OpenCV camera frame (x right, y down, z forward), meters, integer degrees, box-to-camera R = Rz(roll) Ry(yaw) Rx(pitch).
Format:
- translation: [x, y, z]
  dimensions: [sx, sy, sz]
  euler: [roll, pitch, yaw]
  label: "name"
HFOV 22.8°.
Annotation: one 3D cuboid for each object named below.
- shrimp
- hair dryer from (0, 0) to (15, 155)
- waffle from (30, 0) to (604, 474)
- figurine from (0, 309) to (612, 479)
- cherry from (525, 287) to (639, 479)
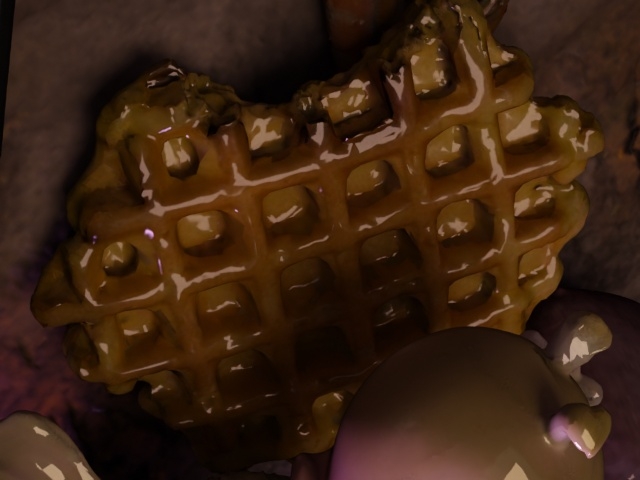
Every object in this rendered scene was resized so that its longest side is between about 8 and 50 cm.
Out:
- translation: [0.050, -0.144, 0.760]
  dimensions: [0.124, 0.034, 0.178]
  euler: [-30, 130, -17]
  label: "shrimp"
- translation: [-0.270, -0.101, 0.527]
  dimensions: [0.352, 0.107, 0.189]
  euler: [-3, 111, -30]
  label: "hair dryer"
- translation: [0.000, 0.001, 0.774]
  dimensions: [0.291, 0.051, 0.291]
  euler: [-8, 123, -13]
  label: "waffle"
- translation: [-0.032, 0.152, 0.732]
  dimensions: [0.274, 0.227, 0.394]
  euler: [42, 118, -17]
  label: "figurine"
- translation: [0.152, 0.152, 0.899]
  dimensions: [0.213, 0.183, 0.266]
  euler: [-13, 105, -28]
  label: "cherry"
